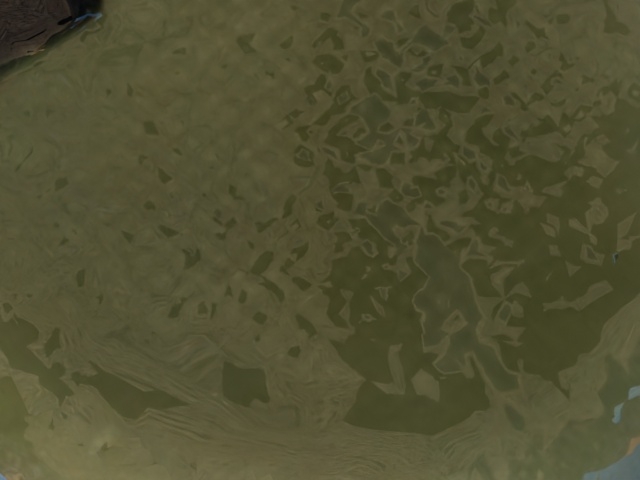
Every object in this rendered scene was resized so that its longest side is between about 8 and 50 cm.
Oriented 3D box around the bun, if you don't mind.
[{"bbox_3d":[0.000,0.000,0.666,0.293,0.187,0.293,1,-111,-1],"label":"bun"}]
